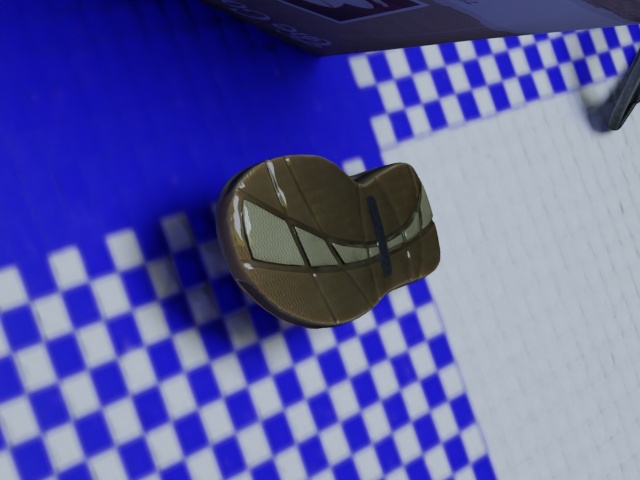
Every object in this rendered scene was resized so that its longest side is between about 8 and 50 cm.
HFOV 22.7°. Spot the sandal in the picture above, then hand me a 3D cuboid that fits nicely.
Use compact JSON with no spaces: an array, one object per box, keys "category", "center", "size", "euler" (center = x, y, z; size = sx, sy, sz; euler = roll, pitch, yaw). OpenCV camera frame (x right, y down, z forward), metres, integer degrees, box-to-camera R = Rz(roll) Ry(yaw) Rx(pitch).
[{"category":"sandal","center":[0.000,0.000,0.691],"size":[0.180,0.049,0.072],"euler":[-12,90,-64]}]

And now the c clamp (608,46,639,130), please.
[{"category":"c clamp","center":[0.210,-0.140,0.930],"size":[0.022,0.137,0.161],"euler":[30,49,9]}]

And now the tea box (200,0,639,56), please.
[{"category":"tea box","center":[-0.009,-0.273,0.599],"size":[0.329,0.220,0.323],"euler":[18,79,-43]}]
